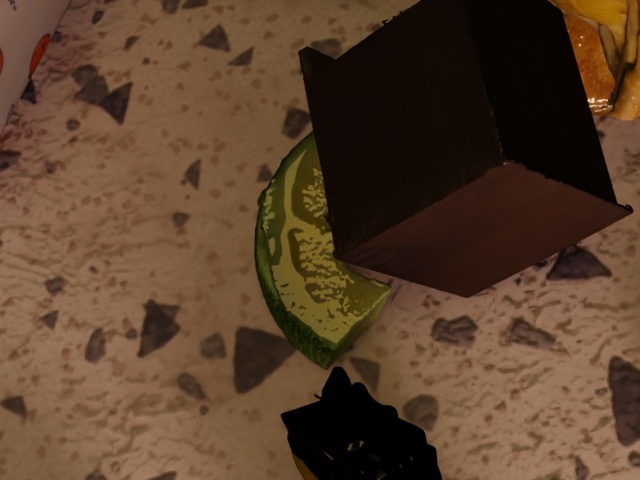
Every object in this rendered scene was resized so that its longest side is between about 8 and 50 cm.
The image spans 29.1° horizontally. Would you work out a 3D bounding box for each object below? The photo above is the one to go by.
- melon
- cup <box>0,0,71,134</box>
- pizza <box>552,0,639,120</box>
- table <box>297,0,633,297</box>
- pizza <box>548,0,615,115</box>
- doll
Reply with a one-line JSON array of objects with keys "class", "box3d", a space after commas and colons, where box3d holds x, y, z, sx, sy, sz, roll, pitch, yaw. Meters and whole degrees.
[{"class": "melon", "box3d": [0.000, 0.000, 1.039, 0.118, 0.064, 0.210, -14, 70, -4]}, {"class": "cup", "box3d": [-0.337, -0.210, 1.084, 0.212, 0.212, 0.317, 17, 73, 13]}, {"class": "pizza", "box3d": [0.212, -0.201, 0.958, 0.080, 0.204, 0.188, -12, 35, -9]}, {"class": "table", "box3d": [0.111, -0.087, 0.972, 0.169, 0.172, 0.193, -31, 58, 35]}, {"class": "pizza", "box3d": [0.228, -0.176, 1.068, 0.175, 0.046, 0.134, 26, 104, -1]}, {"class": "doll", "box3d": [0.046, 0.182, 0.906, 0.088, 0.127, 0.249, -42, 41, 3]}]
